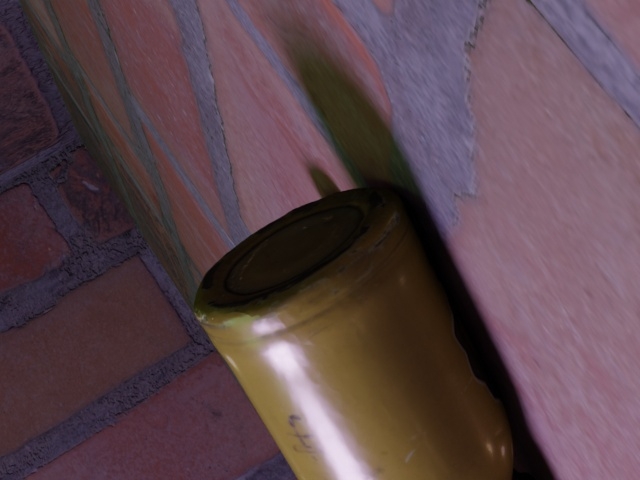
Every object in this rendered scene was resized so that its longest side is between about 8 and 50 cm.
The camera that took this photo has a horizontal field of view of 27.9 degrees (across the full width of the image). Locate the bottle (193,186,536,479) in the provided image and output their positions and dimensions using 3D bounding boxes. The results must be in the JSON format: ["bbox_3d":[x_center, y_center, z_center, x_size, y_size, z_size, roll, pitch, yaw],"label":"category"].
[{"bbox_3d":[0.059,0.145,0.982,0.351,0.171,0.171,61,169,-20],"label":"bottle"}]
